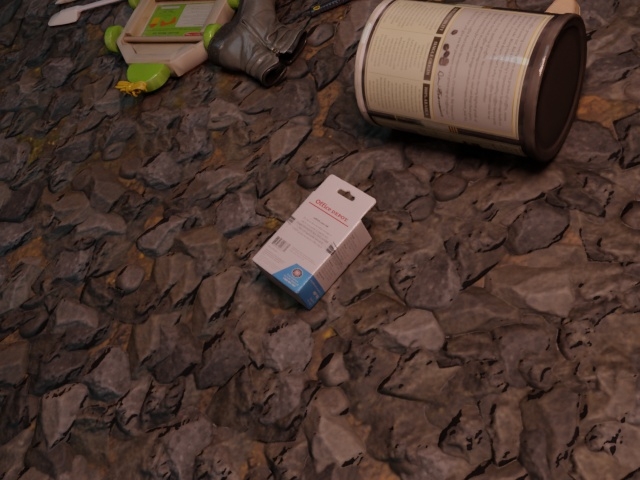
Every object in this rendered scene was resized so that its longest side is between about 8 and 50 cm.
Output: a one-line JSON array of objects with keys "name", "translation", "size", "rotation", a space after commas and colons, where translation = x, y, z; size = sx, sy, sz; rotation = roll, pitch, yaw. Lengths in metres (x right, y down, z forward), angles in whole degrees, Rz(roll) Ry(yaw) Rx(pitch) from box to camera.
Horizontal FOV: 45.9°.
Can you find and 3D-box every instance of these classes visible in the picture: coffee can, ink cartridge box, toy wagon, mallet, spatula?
[{"name": "coffee can", "translation": [0.216, -0.240, 1.097], "size": [0.275, 0.201, 0.201], "rotation": [18, 67, 30]}, {"name": "ink cartridge box", "translation": [0.000, 0.000, 1.120], "size": [0.104, 0.060, 0.180], "rotation": [34, 76, 36]}, {"name": "toy wagon", "translation": [-0.302, -0.412, 1.507], "size": [0.267, 0.068, 0.344], "rotation": [7, 63, 26]}, {"name": "mallet", "translation": [0.071, -0.454, 1.405], "size": [0.190, 0.039, 0.062], "rotation": [-25, 55, 11]}, {"name": "spatula", "translation": [-0.503, -0.569, 1.724], "size": [0.242, 0.019, 0.168], "rotation": [-8, 51, 17]}]

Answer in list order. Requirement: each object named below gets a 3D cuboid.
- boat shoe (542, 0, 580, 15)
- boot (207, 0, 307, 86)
[{"name": "boat shoe", "translation": [0.360, -0.328, 1.184], "size": [0.063, 0.059, 0.170], "rotation": [18, 67, 30]}, {"name": "boot", "translation": [-0.086, -0.400, 1.415], "size": [0.161, 0.083, 0.246], "rotation": [24, 76, 25]}]
